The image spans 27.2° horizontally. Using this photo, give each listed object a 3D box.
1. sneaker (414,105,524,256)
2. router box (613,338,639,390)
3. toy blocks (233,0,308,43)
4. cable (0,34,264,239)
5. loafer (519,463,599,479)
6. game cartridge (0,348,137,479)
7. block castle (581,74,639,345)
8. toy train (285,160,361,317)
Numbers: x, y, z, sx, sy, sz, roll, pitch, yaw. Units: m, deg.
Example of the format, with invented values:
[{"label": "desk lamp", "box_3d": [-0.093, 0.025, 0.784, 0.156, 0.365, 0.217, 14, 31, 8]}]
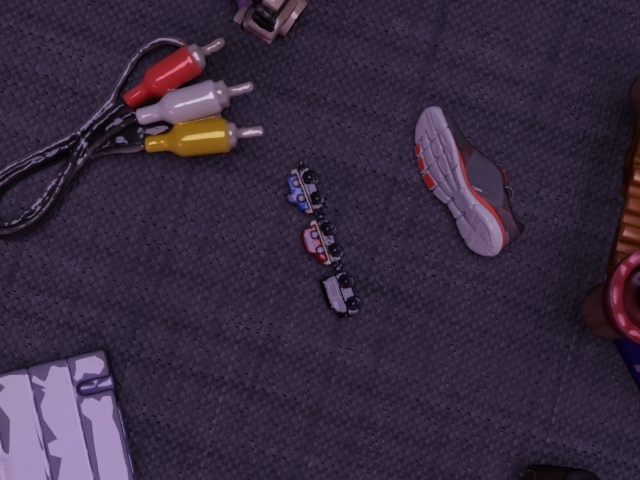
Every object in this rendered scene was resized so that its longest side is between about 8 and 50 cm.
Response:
[{"label": "sneaker", "box_3d": [0.147, -0.062, 1.291, 0.065, 0.061, 0.158, -24, 87, -34]}, {"label": "router box", "box_3d": [0.488, 0.154, 1.272, 0.301, 0.082, 0.335, -26, 86, -7]}, {"label": "toy blocks", "box_3d": [-0.065, -0.368, 1.186, 0.260, 0.288, 0.309, 36, 85, -4]}, {"label": "cable", "box_3d": [-0.204, -0.108, 1.250, 0.287, 0.072, 0.139, -22, 81, -6]}, {"label": "loafer", "box_3d": [0.195, 0.309, 1.244, 0.080, 0.078, 0.220, 22, 90, -46]}, {"label": "game cartridge", "box_3d": [-0.268, 0.297, 1.209, 0.230, 0.068, 0.355, -13, 85, -2]}, {"label": "block castle", "box_3d": [0.473, 0.004, 1.139, 0.453, 0.213, 0.303, 15, 82, -2]}, {"label": "toy train", "box_3d": [0.000, 0.000, 1.279, 0.036, 0.027, 0.158, -19, 86, 4]}]
